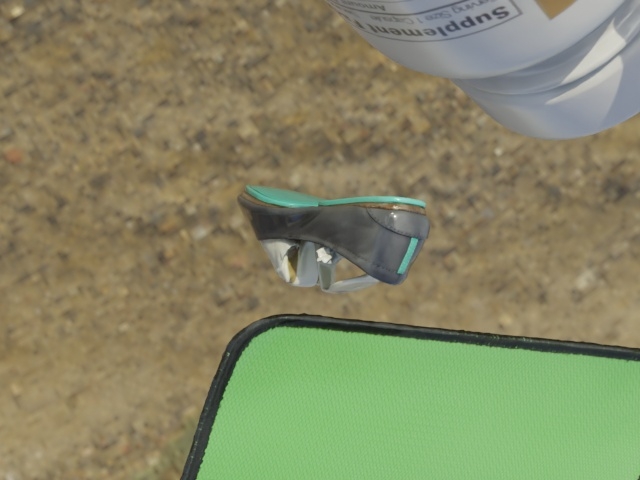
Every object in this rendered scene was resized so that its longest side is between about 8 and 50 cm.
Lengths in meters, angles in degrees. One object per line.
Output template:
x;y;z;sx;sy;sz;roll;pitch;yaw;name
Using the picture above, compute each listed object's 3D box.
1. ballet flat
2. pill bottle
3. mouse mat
0.000;0.000;1.110;0.074;0.203;0.074;-3;96;-33;ballet flat
0.046;-0.130;0.555;0.131;0.131;0.229;-40;140;9;pill bottle
0.018;0.105;0.491;0.152;0.007;0.190;8;117;-26;mouse mat
